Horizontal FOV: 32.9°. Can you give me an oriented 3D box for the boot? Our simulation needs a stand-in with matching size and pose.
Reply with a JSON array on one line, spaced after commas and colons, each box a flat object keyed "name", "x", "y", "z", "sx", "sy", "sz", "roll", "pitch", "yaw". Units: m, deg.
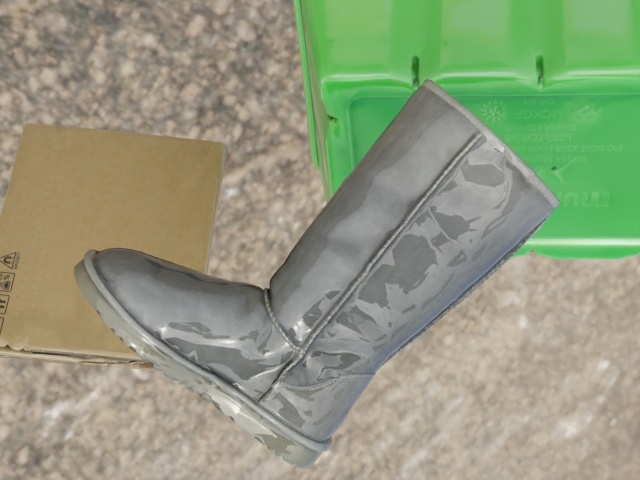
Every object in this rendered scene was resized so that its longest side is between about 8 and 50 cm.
[{"name": "boot", "x": -0.001, "y": -0.001, "z": 0.588, "sx": 0.189, "sy": 0.076, "sz": 0.208, "roll": 37, "pitch": 101, "yaw": -16}]

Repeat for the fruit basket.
[{"name": "fruit basket", "x": 0.162, "y": -0.180, "z": 0.849, "sx": 0.392, "sy": 0.392, "sz": 0.283, "roll": -36, "pitch": 140, "yaw": -28}]

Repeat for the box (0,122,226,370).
[{"name": "box", "x": -0.164, "y": 0.001, "z": 0.825, "sx": 0.021, "sy": 0.164, "sz": 0.201, "roll": 99, "pitch": -4, "yaw": -57}]
